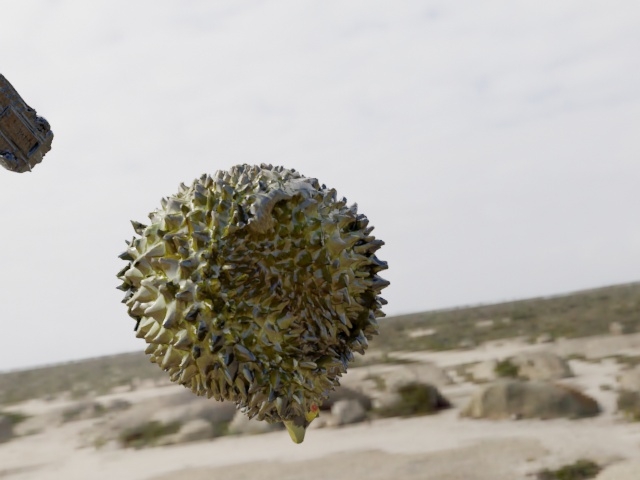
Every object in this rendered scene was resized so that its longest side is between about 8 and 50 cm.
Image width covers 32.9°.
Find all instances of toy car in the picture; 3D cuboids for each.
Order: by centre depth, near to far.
[{"bbox_3d":[-0.496,-0.195,1.640,0.063,0.103,0.216,4,-40,45],"label":"toy car"}]

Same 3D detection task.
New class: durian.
[{"bbox_3d":[-0.060,0.055,1.072,0.258,0.258,0.293,-14,-41,38],"label":"durian"}]
